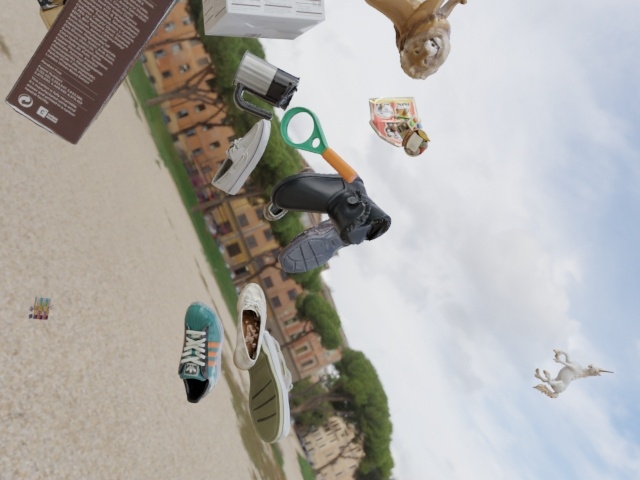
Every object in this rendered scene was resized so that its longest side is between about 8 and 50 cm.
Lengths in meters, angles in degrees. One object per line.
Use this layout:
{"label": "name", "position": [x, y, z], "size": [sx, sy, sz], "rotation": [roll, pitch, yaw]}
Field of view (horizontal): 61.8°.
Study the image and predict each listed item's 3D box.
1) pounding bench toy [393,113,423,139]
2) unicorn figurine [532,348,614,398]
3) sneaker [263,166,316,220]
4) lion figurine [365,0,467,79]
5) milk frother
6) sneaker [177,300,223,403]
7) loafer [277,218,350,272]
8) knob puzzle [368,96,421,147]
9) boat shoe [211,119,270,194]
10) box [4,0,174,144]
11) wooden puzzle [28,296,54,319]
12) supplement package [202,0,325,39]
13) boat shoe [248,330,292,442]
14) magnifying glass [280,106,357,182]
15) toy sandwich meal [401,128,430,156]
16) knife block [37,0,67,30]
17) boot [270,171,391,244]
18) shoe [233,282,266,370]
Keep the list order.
{"label": "pounding bench toy", "position": [0.282, -0.382, 1.742], "size": [0.083, 0.052, 0.065], "rotation": [53, -32, -17]}
{"label": "unicorn figurine", "position": [0.605, 0.323, 1.310], "size": [0.111, 0.162, 0.060], "rotation": [39, 22, -1]}
{"label": "sneaker", "position": [-0.076, -0.122, 1.446], "size": [0.066, 0.188, 0.071], "rotation": [43, -4, -13]}
{"label": "lion figurine", "position": [0.211, -0.609, 1.375], "size": [0.392, 0.240, 0.142], "rotation": [49, 12, 16]}
{"label": "milk frother", "position": [-0.118, -0.348, 1.168], "size": [0.143, 0.134, 0.129], "rotation": [-40, -151, 63]}
{"label": "sneaker", "position": [-0.340, 0.322, 1.505], "size": [0.121, 0.108, 0.303], "rotation": [-65, 158, -63]}
{"label": "loafer", "position": [0.000, 0.000, 1.608], "size": [0.095, 0.302, 0.109], "rotation": [37, -30, 53]}
{"label": "knob puzzle", "position": [0.266, -0.421, 1.880], "size": [0.213, 0.213, 0.030], "rotation": [65, -15, 11]}
{"label": "boat shoe", "position": [-0.243, -0.259, 1.615], "size": [0.268, 0.088, 0.096], "rotation": [-51, -145, 31]}
{"label": "box", "position": [-0.383, -0.379, 0.966], "size": [0.143, 0.381, 0.191], "rotation": [34, 18, -23]}
{"label": "wooden puzzle", "position": [-0.623, 0.152, 1.194], "size": [0.083, 0.006, 0.050], "rotation": [54, 40, -76]}
{"label": "supplement package", "position": [-0.151, -0.619, 1.373], "size": [0.204, 0.261, 0.145], "rotation": [10, -75, 62]}
{"label": "boat shoe", "position": [-0.121, 0.362, 1.363], "size": [0.103, 0.113, 0.303], "rotation": [27, 37, -44]}
{"label": "magnifying glass", "position": [-0.004, -0.211, 1.185], "size": [0.231, 0.092, 0.026], "rotation": [46, 16, 20]}
{"label": "toy sandwich meal", "position": [0.258, -0.261, 1.437], "size": [0.029, 0.085, 0.086], "rotation": [48, -22, 57]}
{"label": "knife block", "position": [-0.627, -0.538, 1.314], "size": [0.242, 0.088, 0.276], "rotation": [166, -95, -83]}
{"label": "boot", "position": [0.023, -0.074, 1.255], "size": [0.207, 0.246, 0.094], "rotation": [-116, -156, -49]}
{"label": "shoe", "position": [-0.163, 0.198, 1.280], "size": [0.058, 0.076, 0.219], "rotation": [133, -35, -52]}
